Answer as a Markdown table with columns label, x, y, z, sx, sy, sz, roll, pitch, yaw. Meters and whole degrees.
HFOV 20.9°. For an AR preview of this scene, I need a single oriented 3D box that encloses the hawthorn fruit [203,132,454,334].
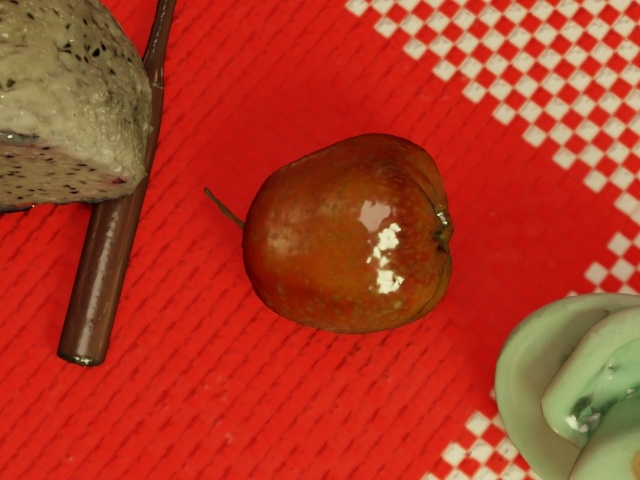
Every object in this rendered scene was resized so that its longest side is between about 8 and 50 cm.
| label | x | y | z | sx | sy | sz | roll | pitch | yaw |
| --- | --- | --- | --- | --- | --- | --- | --- | --- | --- |
| hawthorn fruit | 0.000 | 0.000 | 1.347 | 0.204 | 0.162 | 0.162 | -6 | 74 | 16 |

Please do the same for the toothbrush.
| label | x | y | z | sx | sy | sz | roll | pitch | yaw |
| --- | --- | --- | --- | --- | --- | --- | --- | --- | --- |
| toothbrush | -0.155 | -0.072 | 1.420 | 0.041 | 0.041 | 0.364 | 11 | 75 | 5 |

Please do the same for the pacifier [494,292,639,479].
| label | x | y | z | sx | sy | sz | roll | pitch | yaw |
| --- | --- | --- | --- | --- | --- | --- | --- | --- | --- |
| pacifier | 0.308 | 0.116 | 1.269 | 0.343 | 0.288 | 0.269 | 28 | 51 | 5 |

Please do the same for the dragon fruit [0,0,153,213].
| label | x | y | z | sx | sy | sz | roll | pitch | yaw |
| --- | --- | --- | --- | --- | --- | --- | --- | --- | --- |
| dragon fruit | -0.290 | -0.137 | 1.337 | 0.283 | 0.221 | 0.203 | -7 | 76 | 11 |
